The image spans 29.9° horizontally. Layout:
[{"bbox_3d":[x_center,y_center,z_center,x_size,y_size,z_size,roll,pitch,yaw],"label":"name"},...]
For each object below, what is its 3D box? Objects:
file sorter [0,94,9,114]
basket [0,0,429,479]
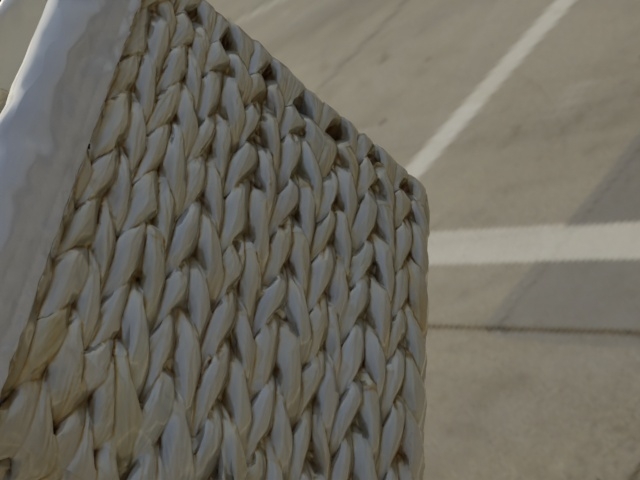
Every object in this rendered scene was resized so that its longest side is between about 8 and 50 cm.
[{"bbox_3d":[-0.497,-0.263,1.590,0.277,0.173,0.193,-8,-23,-5],"label":"file sorter"},{"bbox_3d":[-0.139,0.075,0.625,0.328,0.266,0.331,-36,33,33],"label":"basket"}]
